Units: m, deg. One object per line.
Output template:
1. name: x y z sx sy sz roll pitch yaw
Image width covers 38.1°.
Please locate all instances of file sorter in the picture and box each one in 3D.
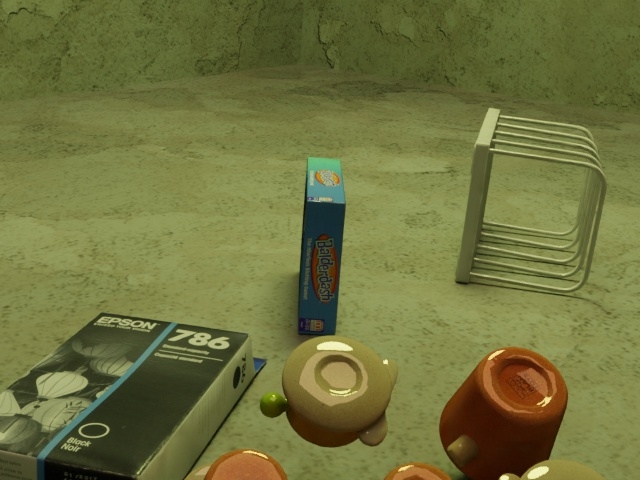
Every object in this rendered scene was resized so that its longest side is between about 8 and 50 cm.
1. file sorter: 0.302 -0.062 1.326 0.173 0.193 0.278 10 19 10

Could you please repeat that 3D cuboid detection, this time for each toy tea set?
1. toy tea set: 0.059 0.183 0.722 0.335 0.124 0.200 5 47 -7

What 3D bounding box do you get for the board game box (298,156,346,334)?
1. board game box: 0.000 0.000 1.127 0.047 0.160 0.210 3 19 -2

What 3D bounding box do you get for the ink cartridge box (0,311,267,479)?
1. ink cartridge box: -0.170 0.137 0.837 0.165 0.065 0.333 7 18 11
